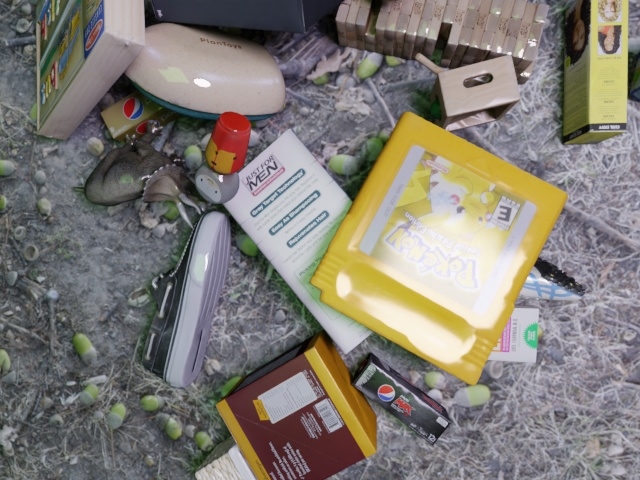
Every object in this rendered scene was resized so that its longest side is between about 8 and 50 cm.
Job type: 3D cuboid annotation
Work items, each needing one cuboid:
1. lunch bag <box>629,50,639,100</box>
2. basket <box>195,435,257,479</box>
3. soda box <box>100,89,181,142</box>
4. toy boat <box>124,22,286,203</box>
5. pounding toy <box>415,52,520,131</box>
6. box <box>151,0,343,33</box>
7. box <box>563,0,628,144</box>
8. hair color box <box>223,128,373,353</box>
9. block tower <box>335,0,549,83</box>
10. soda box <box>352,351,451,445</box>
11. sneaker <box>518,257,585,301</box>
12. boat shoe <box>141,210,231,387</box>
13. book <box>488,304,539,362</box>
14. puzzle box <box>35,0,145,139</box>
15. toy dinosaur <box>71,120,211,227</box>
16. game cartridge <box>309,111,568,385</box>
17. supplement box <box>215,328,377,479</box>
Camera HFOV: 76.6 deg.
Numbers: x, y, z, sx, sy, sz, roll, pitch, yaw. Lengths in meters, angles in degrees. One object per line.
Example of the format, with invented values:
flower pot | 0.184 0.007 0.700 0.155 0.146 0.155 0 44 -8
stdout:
lunch bag | 0.606 -0.256 0.585 0.219 0.176 0.090 11 92 9
basket | -0.127 0.432 0.725 0.103 0.113 0.167 -32 86 11
soda box | -0.316 -0.256 0.773 0.181 0.061 0.058 -29 86 7
toy boat | -0.177 -0.214 0.653 0.268 0.148 0.318 1 53 -28
pounding toy | 0.229 -0.246 0.661 0.141 0.130 0.100 -11 88 8
box | -0.105 -0.403 0.611 0.261 0.103 0.184 15 51 19
box | 0.441 -0.279 0.655 0.058 0.087 0.232 0 89 6
hair color box | 0.000 0.000 0.706 0.174 0.105 0.347 -40 85 4
block tower | 0.201 -0.359 0.684 0.336 0.097 0.090 15 92 7
soda box | 0.140 0.274 0.710 0.169 0.060 0.053 37 96 6
sneaker | 0.313 0.067 0.683 0.237 0.085 0.086 11 118 5
boat shoe | -0.255 0.101 0.735 0.119 0.121 0.334 16 93 6
book | 0.297 0.159 0.705 0.144 0.035 0.096 1 94 7
puzzle box | -0.395 -0.356 0.664 0.409 0.052 0.271 -12 81 44
toy dinosaur | -0.346 -0.118 0.724 0.314 0.160 0.121 -1 134 10
game cartridge | 0.176 0.006 0.616 0.285 0.052 0.323 28 83 3
supplement box | -0.034 0.296 0.700 0.194 0.129 0.191 -32 86 7
